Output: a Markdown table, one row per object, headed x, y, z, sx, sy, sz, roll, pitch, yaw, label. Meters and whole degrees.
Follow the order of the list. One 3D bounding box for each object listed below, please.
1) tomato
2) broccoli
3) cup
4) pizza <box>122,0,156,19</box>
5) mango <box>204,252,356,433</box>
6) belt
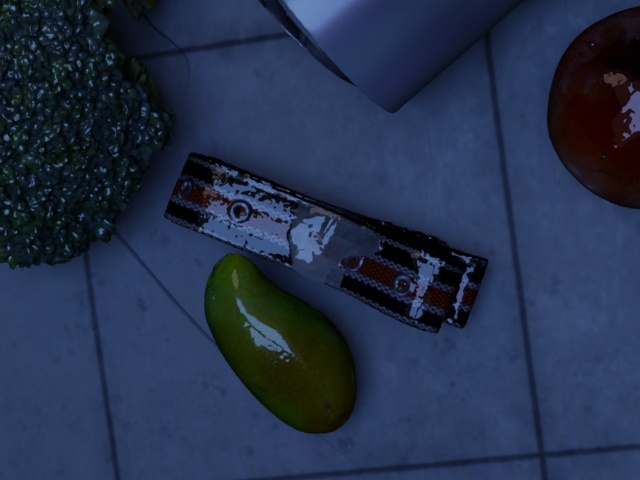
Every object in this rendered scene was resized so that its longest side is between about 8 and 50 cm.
| x | y | z | sx | sy | sz | roll | pitch | yaw | label |
| --- | --- | --- | --- | --- | --- | --- | --- | --- | --- |
| 0.333 | -0.135 | 1.749 | 0.208 | 0.184 | 0.208 | 2 | 96 | 14 | tomato |
| -0.315 | -0.162 | 1.855 | 0.277 | 0.338 | 0.317 | -27 | 70 | 1 | broccoli |
| 0.119 | -0.325 | 1.758 | 0.371 | 0.253 | 0.253 | -38 | 85 | 12 | cup |
| -0.174 | -0.427 | 1.903 | 0.182 | 0.074 | 0.365 | -3 | 86 | 8 | pizza |
| -0.041 | 0.114 | 1.886 | 0.125 | 0.111 | 0.233 | -27 | 105 | 17 | mango |
| 0.000 | 0.000 | 1.878 | 0.359 | 0.126 | 0.094 | 20 | 97 | 13 | belt |
